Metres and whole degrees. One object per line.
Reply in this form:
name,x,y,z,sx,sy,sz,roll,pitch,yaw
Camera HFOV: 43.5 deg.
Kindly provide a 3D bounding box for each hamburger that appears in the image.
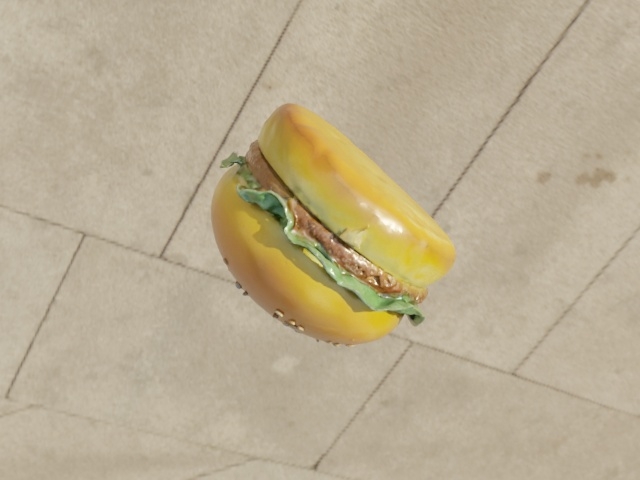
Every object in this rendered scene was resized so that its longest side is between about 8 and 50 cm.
hamburger,-0.001,-0.001,0.759,0.246,0.246,0.170,34,106,-30
